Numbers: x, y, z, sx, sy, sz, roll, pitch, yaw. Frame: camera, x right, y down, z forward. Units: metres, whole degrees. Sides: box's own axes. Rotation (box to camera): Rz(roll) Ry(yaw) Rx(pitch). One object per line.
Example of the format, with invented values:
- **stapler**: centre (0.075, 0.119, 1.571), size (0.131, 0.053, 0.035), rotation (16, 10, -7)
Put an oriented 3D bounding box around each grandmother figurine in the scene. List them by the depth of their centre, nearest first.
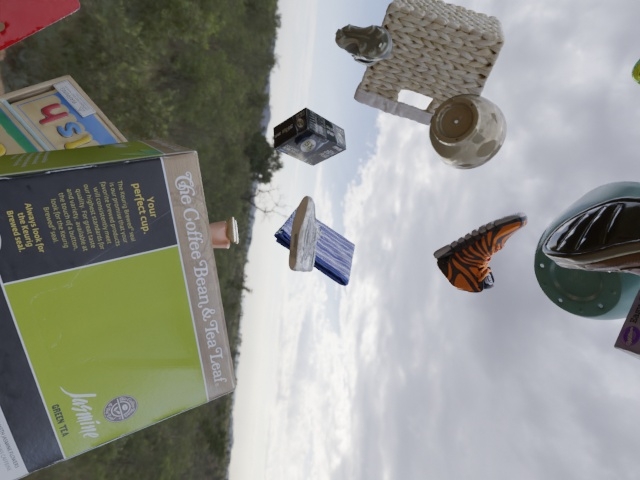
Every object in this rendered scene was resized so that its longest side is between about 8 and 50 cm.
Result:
- **grandmother figurine**: centre (-0.425, -0.015, 1.246), size (0.208, 0.343, 0.103), rotation (103, -18, -75)

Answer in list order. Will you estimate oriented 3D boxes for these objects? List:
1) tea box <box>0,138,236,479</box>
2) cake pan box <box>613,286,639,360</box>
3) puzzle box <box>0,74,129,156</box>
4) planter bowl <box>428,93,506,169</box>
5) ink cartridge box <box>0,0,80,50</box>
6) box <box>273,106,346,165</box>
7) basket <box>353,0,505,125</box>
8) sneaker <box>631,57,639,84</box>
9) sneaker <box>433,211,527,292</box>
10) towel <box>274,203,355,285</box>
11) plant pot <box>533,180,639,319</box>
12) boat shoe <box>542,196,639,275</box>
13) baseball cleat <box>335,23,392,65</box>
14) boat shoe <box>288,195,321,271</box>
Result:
- **tea box**: centre (-0.308, 0.060, 0.529), size (0.220, 0.324, 0.328), rotation (29, -53, 56)
- **cake pan box**: centre (0.626, 0.114, 0.654), size (0.070, 0.246, 0.266), rotation (172, -57, -86)
- **puzzle box**: centre (-0.447, -0.093, 0.766), size (0.272, 0.409, 0.052), rotation (-44, -175, -38)
- **planter bowl**: centre (0.300, -0.242, 0.898), size (0.162, 0.109, 0.161), rotation (-3, -96, 34)
- **ink cartridge box**: centre (-0.528, -0.373, 0.550), size (0.130, 0.309, 0.271), rotation (37, -19, 47)
- **box**: centre (-0.033, -0.317, 1.314), size (0.147, 0.180, 0.077), rotation (-19, -113, 38)
- **basket**: centre (0.311, -0.509, 1.195), size (0.331, 0.329, 0.266), rotation (-61, 170, -49)
- **sneaker**: centre (0.776, -0.434, 0.893), size (0.295, 0.109, 0.123), rotation (-44, -164, 3)
- **sneaker**: centre (0.514, 0.049, 1.292), size (0.321, 0.125, 0.180), rotation (-38, -108, 45)
- **towel**: centre (0.000, 0.000, 1.263), size (0.040, 0.243, 0.336), rotation (-53, -175, 19)
- **plant pot**: centre (0.628, 0.042, 0.934), size (0.293, 0.235, 0.292), rotation (41, -38, 42)
- **boat shoe**: centre (0.410, 0.007, 0.507), size (0.110, 0.104, 0.307), rotation (-51, -176, -13)
- **baseball cleat**: centre (0.115, -0.435, 0.950), size (0.072, 0.109, 0.206), rotation (-54, -137, 15)
- **boat shoe**: centre (-0.029, -0.014, 1.010), size (0.066, 0.063, 0.184), rotation (-17, -116, 58)
